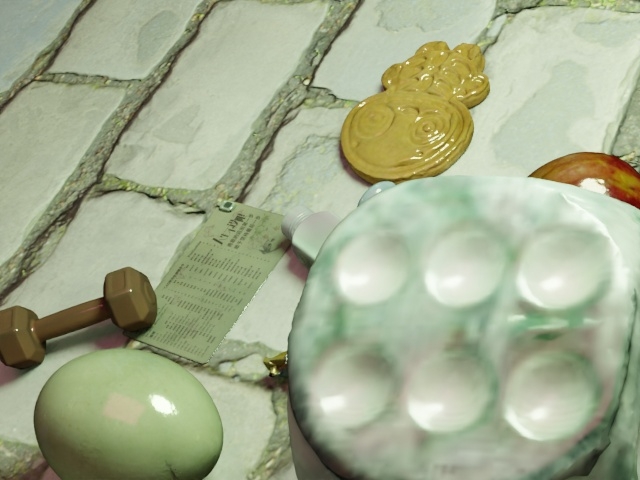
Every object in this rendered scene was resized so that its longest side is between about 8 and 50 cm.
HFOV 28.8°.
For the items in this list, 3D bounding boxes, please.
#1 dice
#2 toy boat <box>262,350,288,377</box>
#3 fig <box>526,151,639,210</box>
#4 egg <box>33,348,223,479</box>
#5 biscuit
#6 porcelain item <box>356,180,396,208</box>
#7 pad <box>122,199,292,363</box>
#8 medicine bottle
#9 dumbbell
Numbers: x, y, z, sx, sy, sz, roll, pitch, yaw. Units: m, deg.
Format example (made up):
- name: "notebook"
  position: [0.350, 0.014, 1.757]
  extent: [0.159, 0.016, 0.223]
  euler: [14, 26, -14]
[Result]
- name: "dice"
  position: [0.174, 0.141, 1.237]
  extent: [0.328, 0.348, 0.330]
  euler: [1, 69, 24]
- name: "toy boat"
  position: [-0.008, 0.169, 1.547]
  extent: [0.149, 0.047, 0.049]
  euler: [19, 59, 34]
- name: "fig"
  position: [0.276, -0.008, 1.489]
  extent: [0.249, 0.186, 0.204]
  euler: [-12, 20, 14]
- name: "egg"
  position: [-0.231, 0.224, 1.495]
  extent: [0.253, 0.186, 0.186]
  euler: [5, 52, 28]
- name: "biscuit"
  position: [0.145, -0.193, 1.822]
  extent: [0.202, 0.044, 0.288]
  euler: [15, 59, 34]
- name: "porcelain item"
  position: [0.144, 0.020, 1.563]
  extent: [0.141, 0.141, 0.259]
  euler: [-37, 54, -12]
- name: "pad"
  position: [-0.149, 0.050, 1.749]
  extent: [0.159, 0.009, 0.265]
  euler: [15, 58, 33]
- name: "medicine bottle"
  position: [0.000, 0.000, 1.695]
  extent: [0.074, 0.055, 0.118]
  euler: [-41, 48, -14]
- name: "dumbbell"
  position: [-0.340, 0.108, 1.723]
  extent: [0.231, 0.082, 0.092]
  euler: [-18, 47, 9]
